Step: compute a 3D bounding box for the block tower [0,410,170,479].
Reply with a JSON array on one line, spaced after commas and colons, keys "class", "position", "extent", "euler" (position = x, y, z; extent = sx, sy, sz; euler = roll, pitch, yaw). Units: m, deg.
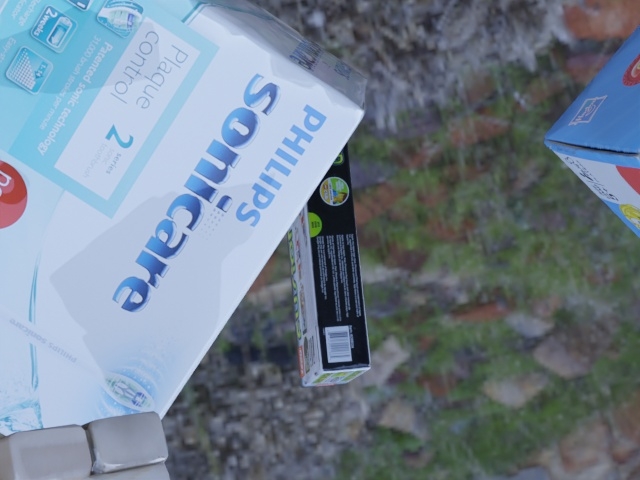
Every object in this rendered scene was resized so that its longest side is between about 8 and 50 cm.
[{"class": "block tower", "position": [-0.073, 0.231, 0.396], "extent": [0.091, 0.335, 0.097], "euler": [-2, 162, -46]}]

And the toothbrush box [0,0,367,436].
[{"class": "toothbrush box", "position": [-0.156, -0.059, 0.604], "extent": [0.216, 0.295, 0.126], "euler": [-55, -174, 13]}]

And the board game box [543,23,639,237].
[{"class": "board game box", "position": [0.309, -0.054, 0.575], "extent": [0.308, 0.302, 0.086], "euler": [-48, -163, -5]}]

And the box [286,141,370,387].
[{"class": "box", "position": [0.000, 0.000, 0.966], "extent": [0.036, 0.207, 0.114], "euler": [-4, 169, -9]}]
